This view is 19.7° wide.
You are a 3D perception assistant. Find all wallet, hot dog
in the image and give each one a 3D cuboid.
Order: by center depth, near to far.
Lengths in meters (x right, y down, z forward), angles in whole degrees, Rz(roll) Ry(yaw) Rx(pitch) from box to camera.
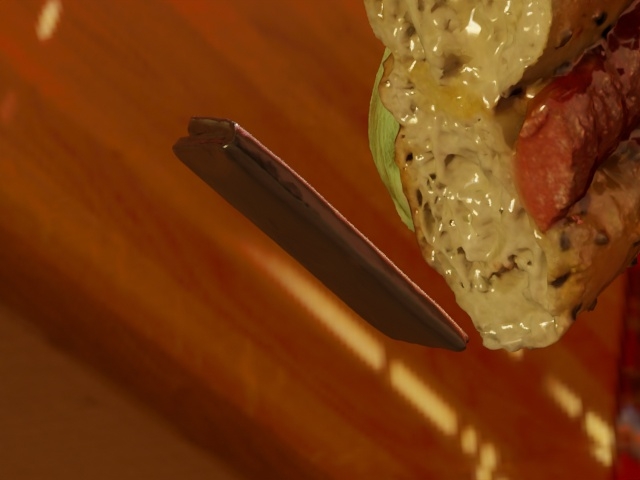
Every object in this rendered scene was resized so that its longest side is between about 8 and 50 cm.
[{"bbox_3d":[0.228,-0.159,1.320,0.365,0.196,0.367,-34,123,-36],"label":"hot dog"},{"bbox_3d":[0.000,0.000,2.026,0.377,0.197,0.051,42,77,-20],"label":"wallet"}]

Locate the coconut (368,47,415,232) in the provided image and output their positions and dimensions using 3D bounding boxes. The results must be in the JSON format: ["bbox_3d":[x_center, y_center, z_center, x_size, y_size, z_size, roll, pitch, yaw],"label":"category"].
[{"bbox_3d":[0.182,-0.100,1.599,0.328,0.281,0.329,176,-90,-89],"label":"coconut"}]
